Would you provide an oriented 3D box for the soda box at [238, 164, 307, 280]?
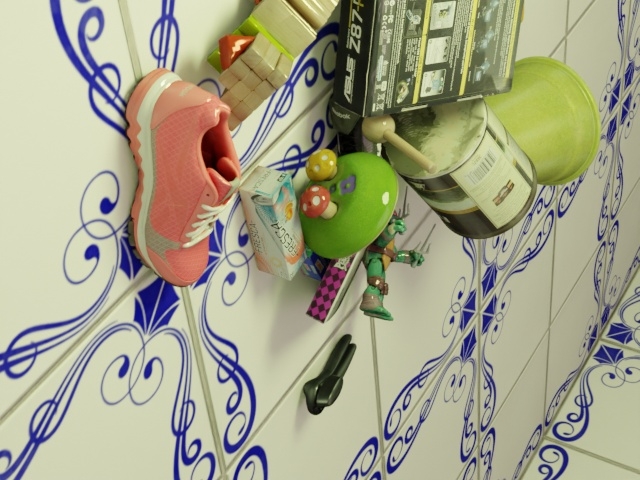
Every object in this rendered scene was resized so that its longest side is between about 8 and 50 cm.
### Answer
[{"bbox_3d":[-0.070,-0.024,1.805,0.058,0.063,0.183,-54,149,-34],"label":"soda box"}]

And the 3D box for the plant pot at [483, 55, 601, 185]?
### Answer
[{"bbox_3d":[0.381,-0.210,2.395,0.254,0.276,0.276,-25,128,-42],"label":"plant pot"}]

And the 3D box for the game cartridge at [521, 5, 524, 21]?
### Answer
[{"bbox_3d":[0.256,-0.439,2.048,0.285,0.053,0.323,-39,151,-21],"label":"game cartridge"}]

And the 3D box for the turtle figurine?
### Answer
[{"bbox_3d":[0.124,0.023,2.158,0.175,0.118,0.234,28,74,-61],"label":"turtle figurine"}]

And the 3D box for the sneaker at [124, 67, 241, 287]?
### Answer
[{"bbox_3d":[-0.165,-0.059,1.512,0.116,0.136,0.314,-43,142,-44],"label":"sneaker"}]

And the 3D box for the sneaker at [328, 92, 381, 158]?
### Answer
[{"bbox_3d":[0.051,-0.194,1.931,0.106,0.078,0.234,-10,112,-57],"label":"sneaker"}]

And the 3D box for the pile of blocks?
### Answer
[{"bbox_3d":[-0.073,-0.297,1.613,0.112,0.149,0.362,44,45,-14],"label":"pile of blocks"}]

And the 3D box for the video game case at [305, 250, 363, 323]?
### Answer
[{"bbox_3d":[0.054,0.015,1.981,0.232,0.042,0.210,-65,175,9],"label":"video game case"}]

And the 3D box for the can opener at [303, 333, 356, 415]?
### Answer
[{"bbox_3d":[0.024,0.247,2.172,0.186,0.073,0.059,-57,144,-47],"label":"can opener"}]

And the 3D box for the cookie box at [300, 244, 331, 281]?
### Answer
[{"bbox_3d":[0.000,0.000,1.983,0.107,0.040,0.092,-62,156,-20],"label":"cookie box"}]

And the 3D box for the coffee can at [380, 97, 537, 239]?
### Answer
[{"bbox_3d":[0.249,-0.147,2.122,0.275,0.201,0.201,40,70,-53],"label":"coffee can"}]

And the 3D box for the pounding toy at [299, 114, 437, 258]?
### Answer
[{"bbox_3d":[0.034,-0.094,1.821,0.237,0.183,0.110,-47,132,9],"label":"pounding toy"}]

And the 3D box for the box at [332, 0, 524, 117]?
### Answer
[{"bbox_3d":[0.182,-0.403,1.814,0.318,0.097,0.395,-14,121,-33],"label":"box"}]
